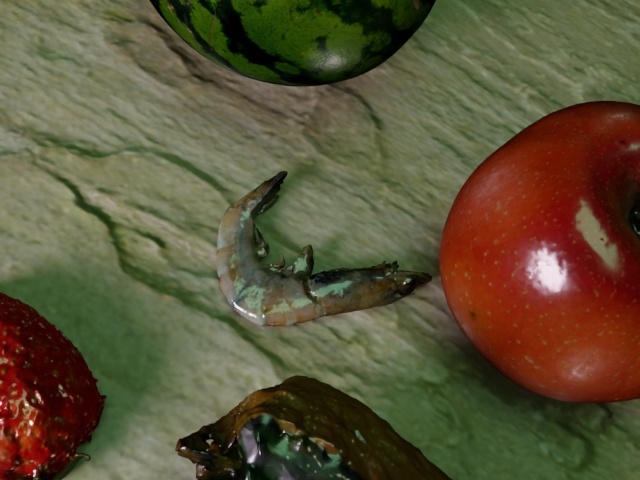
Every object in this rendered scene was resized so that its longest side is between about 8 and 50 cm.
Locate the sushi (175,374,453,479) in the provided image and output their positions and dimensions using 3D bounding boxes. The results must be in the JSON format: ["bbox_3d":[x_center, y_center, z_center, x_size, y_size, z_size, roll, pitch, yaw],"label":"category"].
[{"bbox_3d":[0.018,0.216,0.685,0.287,0.149,0.140,44,28,-7],"label":"sushi"}]

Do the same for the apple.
[{"bbox_3d":[0.238,0.014,0.793,0.260,0.216,0.261,5,67,-10],"label":"apple"}]

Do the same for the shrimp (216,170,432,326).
[{"bbox_3d":[-0.001,0.001,0.849,0.195,0.035,0.148,-7,64,-14],"label":"shrimp"}]

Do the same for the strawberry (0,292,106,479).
[{"bbox_3d":[-0.245,0.108,0.721,0.146,0.082,0.187,-11,62,-25],"label":"strawberry"}]

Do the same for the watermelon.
[{"bbox_3d":[-0.024,-0.278,0.840,0.285,0.285,0.285,5,63,-10],"label":"watermelon"}]
